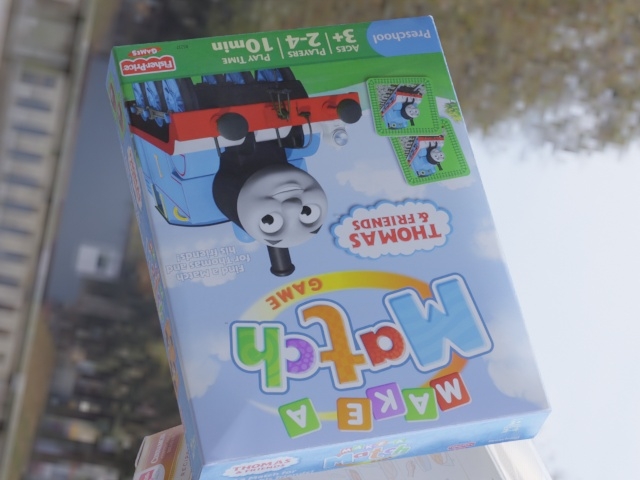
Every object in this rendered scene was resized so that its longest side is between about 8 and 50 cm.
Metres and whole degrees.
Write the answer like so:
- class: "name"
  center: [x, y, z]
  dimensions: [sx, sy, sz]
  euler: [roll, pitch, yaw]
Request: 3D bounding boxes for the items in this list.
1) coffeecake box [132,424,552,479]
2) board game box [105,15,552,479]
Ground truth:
- class: "coffeecake box"
  center: [0.018, 0.142, 0.962]
  dimensions: [0.142, 0.185, 0.068]
  euler: [61, 20, -25]
- class: "board game box"
  center: [0.000, 0.000, 0.877]
  dimensions: [0.039, 0.160, 0.211]
  euler: [112, -33, -61]
